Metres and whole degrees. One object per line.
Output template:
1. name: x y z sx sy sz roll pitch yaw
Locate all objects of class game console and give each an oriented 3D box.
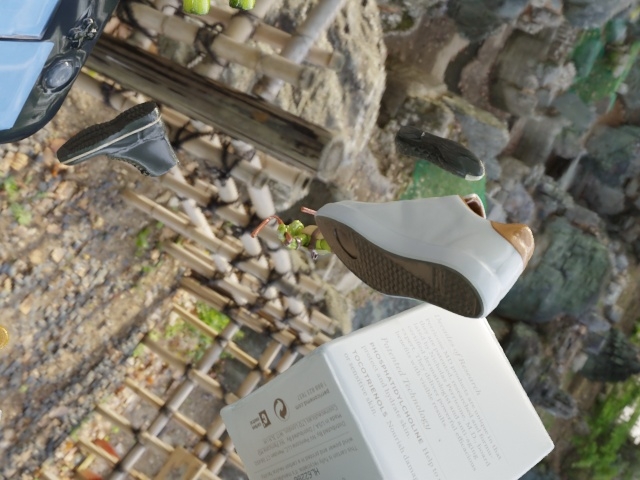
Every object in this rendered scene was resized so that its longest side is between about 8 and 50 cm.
1. game console: -0.387 -0.230 0.797 0.342 0.060 0.386 -45 174 26

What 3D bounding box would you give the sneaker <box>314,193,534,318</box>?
1. sneaker: 0.114 -0.002 0.810 0.123 0.290 0.106 -40 125 -22

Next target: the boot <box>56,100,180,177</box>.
1. boot: -0.363 -0.151 1.312 0.197 0.077 0.137 -25 131 -5

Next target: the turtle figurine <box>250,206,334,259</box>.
1. turtle figurine: 0.000 0.000 1.472 0.269 0.217 0.087 -13 113 -55

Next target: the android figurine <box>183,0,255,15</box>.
1. android figurine: -0.149 -0.478 1.055 0.248 0.056 0.273 -20 129 -32

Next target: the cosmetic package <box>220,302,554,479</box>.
1. cosmetic package: 0.112 0.326 1.237 0.393 0.328 0.329 -15 163 -45

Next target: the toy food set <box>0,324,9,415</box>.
1. toy food set: -0.527 0.235 1.017 0.111 0.104 0.232 17 66 -39

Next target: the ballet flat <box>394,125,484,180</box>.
1. ballet flat: 0.202 -0.144 1.215 0.057 0.173 0.049 -41 148 -30
